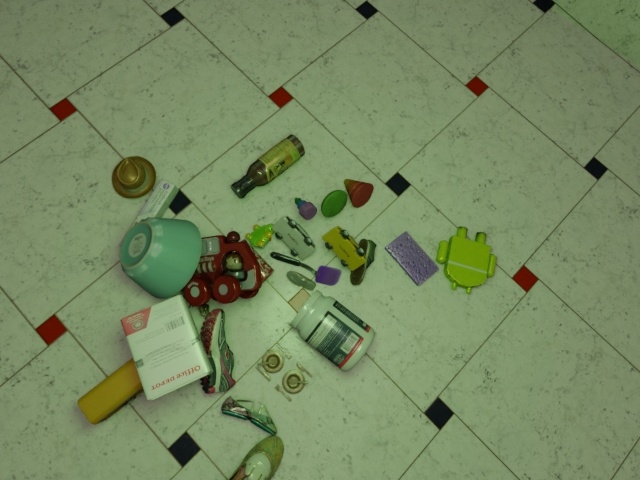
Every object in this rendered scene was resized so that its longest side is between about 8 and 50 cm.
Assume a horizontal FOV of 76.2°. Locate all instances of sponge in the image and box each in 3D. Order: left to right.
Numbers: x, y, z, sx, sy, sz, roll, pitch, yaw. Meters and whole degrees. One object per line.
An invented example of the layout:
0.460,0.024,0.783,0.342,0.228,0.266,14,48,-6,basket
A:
0.377,0.074,1.689,0.117,0.031,0.210,-38,81,-13,sponge

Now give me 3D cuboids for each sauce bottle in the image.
-0.221,-0.304,1.710,0.344,0.111,0.111,-41,81,-12,sauce bottle

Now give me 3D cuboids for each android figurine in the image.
0.606,0.083,1.691,0.248,0.056,0.272,15,73,-1,android figurine

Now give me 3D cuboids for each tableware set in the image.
-0.140,0.492,1.527,0.194,0.039,0.128,42,76,7,tableware set

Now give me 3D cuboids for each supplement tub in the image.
0.045,0.330,1.508,0.272,0.191,0.191,37,75,6,supplement tub

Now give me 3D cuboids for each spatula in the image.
-0.065,0.106,1.641,0.297,0.030,0.084,21,112,7,spatula

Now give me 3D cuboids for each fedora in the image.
-0.774,-0.270,1.671,0.194,0.079,0.194,1,74,-4,fedora

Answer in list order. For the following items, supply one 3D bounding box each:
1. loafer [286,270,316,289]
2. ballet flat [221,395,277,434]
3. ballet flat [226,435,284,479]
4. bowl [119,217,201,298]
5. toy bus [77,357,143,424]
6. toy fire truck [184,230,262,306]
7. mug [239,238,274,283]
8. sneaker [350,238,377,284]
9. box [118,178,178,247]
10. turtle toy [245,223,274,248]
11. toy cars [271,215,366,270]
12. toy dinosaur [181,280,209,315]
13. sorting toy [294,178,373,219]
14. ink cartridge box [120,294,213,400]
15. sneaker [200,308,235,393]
-0.076,0.157,1.632,0.125,0.039,0.045,27,107,6,loafer
-0.247,0.622,1.472,0.222,0.077,0.079,22,54,2,ballet flat
-0.257,0.824,1.387,0.348,0.123,0.123,-42,82,-14,ballet flat
-0.600,0.041,1.477,0.312,0.163,0.311,-13,64,28,bowl
-0.660,0.486,1.441,0.333,0.130,0.108,-38,81,-13,toy bus
-0.362,0.099,1.492,0.302,0.169,0.253,-8,87,23,toy fire truck
-0.283,0.104,1.605,0.169,0.113,0.150,42,120,3,mug
0.183,0.089,1.650,0.064,0.086,0.192,19,98,43,sneaker
-0.685,-0.093,1.636,0.063,0.067,0.324,26,75,3,box
-0.233,-0.020,1.649,0.095,0.066,0.130,30,70,28,turtle toy
0.000,0.000,1.627,0.394,0.087,0.176,12,118,11,toy cars
-0.528,0.194,1.571,0.118,0.064,0.268,-26,77,-26,toy dinosaur
0.045,-0.185,1.670,0.366,0.127,0.126,-21,51,-32,sorting toy
-0.510,0.357,1.366,0.207,0.117,0.283,-22,76,-14,ink cartridge box
-0.376,0.401,1.502,0.112,0.121,0.299,5,81,-36,sneaker
